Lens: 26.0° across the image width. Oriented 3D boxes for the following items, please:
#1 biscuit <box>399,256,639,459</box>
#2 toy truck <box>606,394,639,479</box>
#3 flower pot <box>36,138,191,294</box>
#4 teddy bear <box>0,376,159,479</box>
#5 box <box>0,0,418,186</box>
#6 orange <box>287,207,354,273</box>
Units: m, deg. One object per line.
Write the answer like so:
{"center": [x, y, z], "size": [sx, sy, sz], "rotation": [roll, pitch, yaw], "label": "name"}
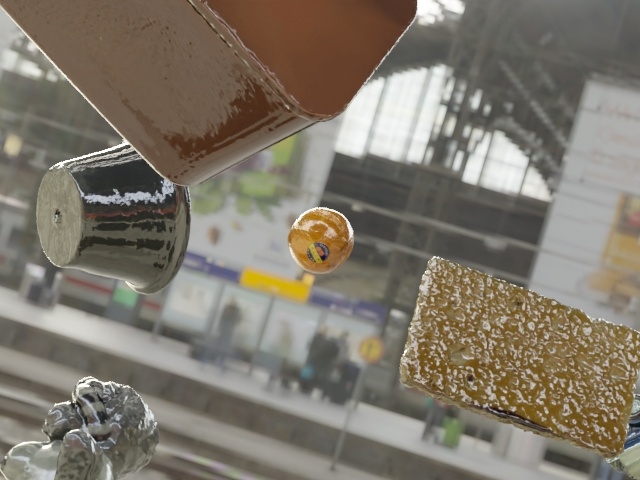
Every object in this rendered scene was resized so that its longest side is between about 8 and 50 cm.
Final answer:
{"center": [0.185, 0.108, 1.266], "size": [0.231, 0.131, 0.025], "rotation": [21, -22, -12], "label": "biscuit"}
{"center": [0.428, 0.214, 1.634], "size": [0.202, 0.088, 0.074], "rotation": [-30, -47, 23], "label": "toy truck"}
{"center": [-0.303, -0.037, 1.932], "size": [0.148, 0.235, 0.235], "rotation": [-4, 9, -36], "label": "flower pot"}
{"center": [-0.300, 0.261, 1.682], "size": [0.144, 0.171, 0.251], "rotation": [27, 32, 8], "label": "teddy bear"}
{"center": [-0.123, -0.249, 1.312], "size": [0.339, 0.239, 0.229], "rotation": [48, -41, -14], "label": "box"}
{"center": [0.000, 0.000, 1.676], "size": [0.084, 0.083, 0.083], "rotation": [17, -4, 1], "label": "orange"}
